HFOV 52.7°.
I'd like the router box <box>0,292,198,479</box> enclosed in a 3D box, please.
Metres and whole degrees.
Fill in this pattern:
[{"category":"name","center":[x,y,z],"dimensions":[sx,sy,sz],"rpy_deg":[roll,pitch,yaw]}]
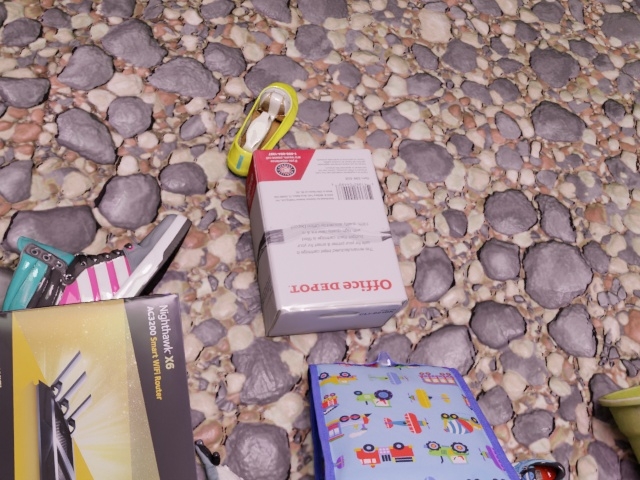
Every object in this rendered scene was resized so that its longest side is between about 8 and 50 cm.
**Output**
[{"category":"router box","center":[-0.277,0.228,0.772],"dimensions":[0.242,0.081,0.309],"rpy_deg":[-6,85,-17]}]

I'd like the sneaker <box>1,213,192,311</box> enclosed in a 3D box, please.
[{"category":"sneaker","center":[-0.329,0.038,0.904],"dimensions":[0.178,0.124,0.296],"rpy_deg":[37,61,-3]}]

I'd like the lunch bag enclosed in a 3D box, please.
[{"category":"lunch bag","center":[0.099,0.247,0.854],"dimensions":[0.220,0.138,0.293],"rpy_deg":[1,31,-6]}]

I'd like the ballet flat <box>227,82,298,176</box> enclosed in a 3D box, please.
[{"category":"ballet flat","center":[-0.092,-0.209,1.117],"dimensions":[0.077,0.077,0.231],"rpy_deg":[24,59,1]}]

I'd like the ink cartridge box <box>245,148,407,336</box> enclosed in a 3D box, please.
[{"category":"ink cartridge box","center":[0.000,0.000,1.004],"dimensions":[0.196,0.114,0.273],"rpy_deg":[-2,62,-16]}]

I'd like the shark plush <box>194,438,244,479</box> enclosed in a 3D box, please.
[{"category":"shark plush","center":[-0.132,0.332,0.827],"dimensions":[0.067,0.073,0.161],"rpy_deg":[-32,76,5]}]

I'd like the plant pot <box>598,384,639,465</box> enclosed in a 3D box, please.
[{"category":"plant pot","center":[0.570,0.321,0.904],"dimensions":[0.275,0.276,0.254],"rpy_deg":[-8,75,-18]}]

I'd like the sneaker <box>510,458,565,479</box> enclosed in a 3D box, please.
[{"category":"sneaker","center":[0.272,0.337,0.910],"dimensions":[0.162,0.073,0.064],"rpy_deg":[-10,65,-19]}]
